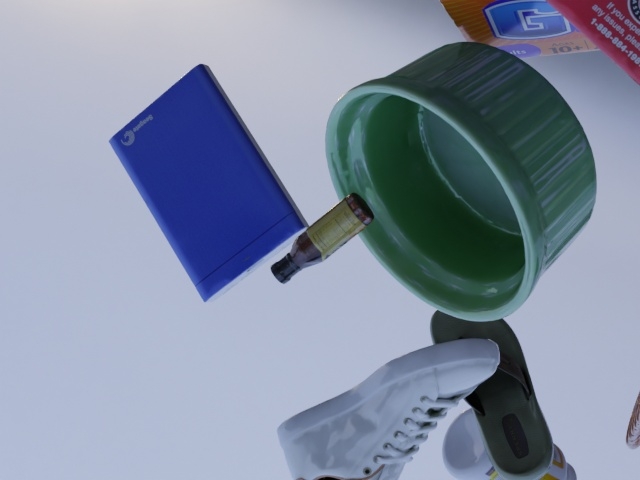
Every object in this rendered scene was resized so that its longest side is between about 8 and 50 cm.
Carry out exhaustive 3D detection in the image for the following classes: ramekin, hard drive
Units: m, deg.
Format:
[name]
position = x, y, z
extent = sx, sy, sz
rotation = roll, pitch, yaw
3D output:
[ramekin]
position = 0.162, -0.074, 1.256
extent = 0.148, 0.303, 0.303
rotation = -37, -136, -28
[hard drive]
position = -0.182, -0.092, 1.780
extent = 0.319, 0.210, 0.040
rotation = 58, -161, 13

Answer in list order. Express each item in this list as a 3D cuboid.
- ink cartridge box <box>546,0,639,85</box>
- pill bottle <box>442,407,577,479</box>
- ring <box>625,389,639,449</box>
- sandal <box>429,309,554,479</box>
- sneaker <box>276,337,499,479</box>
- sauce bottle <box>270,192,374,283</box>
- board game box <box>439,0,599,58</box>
[ink cartridge box]
position = 0.245, -0.260, 0.720
extent = 0.197, 0.273, 0.114
rotation = 43, -158, 4
[pill bottle]
position = 0.297, 0.344, 1.717
extent = 0.215, 0.117, 0.117
rotation = 31, -174, -31
[ring]
position = 0.536, 0.159, 1.652
extent = 0.032, 0.337, 0.336
rotation = 25, -162, 10
[sandal]
position = 0.248, 0.205, 1.615
extent = 0.086, 0.120, 0.303
rotation = 41, -161, -52
[sneaker]
position = 0.083, 0.202, 1.172
extent = 0.106, 0.290, 0.123
rotation = 12, -128, -45
[sauce bottle]
position = 0.000, 0.000, 1.225
extent = 0.042, 0.128, 0.042
rotation = 45, -162, -20
[board game box]
position = 0.296, -0.431, 1.151
extent = 0.356, 0.357, 0.356
rotation = -3, 164, 23
